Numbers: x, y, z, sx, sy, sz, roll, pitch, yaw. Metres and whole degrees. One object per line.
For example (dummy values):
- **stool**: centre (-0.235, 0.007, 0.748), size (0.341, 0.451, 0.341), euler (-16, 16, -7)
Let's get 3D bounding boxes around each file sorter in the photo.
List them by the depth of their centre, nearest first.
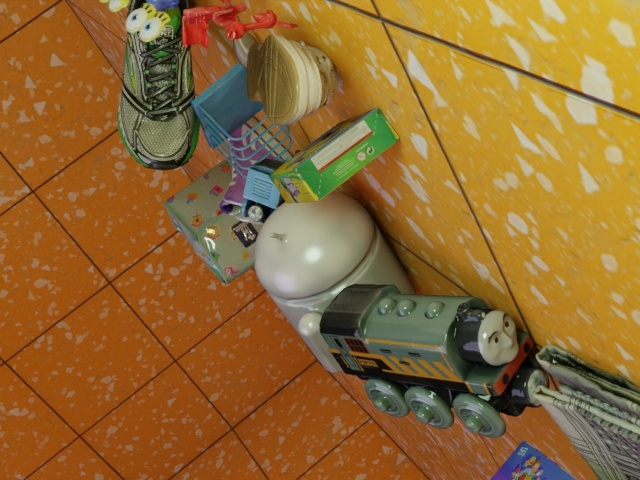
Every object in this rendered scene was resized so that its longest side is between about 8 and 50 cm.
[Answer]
- **file sorter**: centre (-0.119, -0.193, 1.530), size (0.104, 0.118, 0.170), euler (45, 170, 16)

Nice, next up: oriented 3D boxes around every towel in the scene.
- **towel**: centre (0.383, 0.276, 1.044), size (0.324, 0.056, 0.312), euler (55, 171, -16)

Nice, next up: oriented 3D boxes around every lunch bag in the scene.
- **lunch bag**: centre (-0.210, -0.042, 2.232), size (0.262, 0.223, 0.160), euler (46, 164, 31)

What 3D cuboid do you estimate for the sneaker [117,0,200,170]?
- **sneaker**: centre (-0.266, -0.278, 1.502), size (0.146, 0.134, 0.343), euler (124, 141, -75)

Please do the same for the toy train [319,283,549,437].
- **toy train**: centre (0.147, 0.153, 1.276), size (0.334, 0.142, 0.190), euler (1, 131, 51)

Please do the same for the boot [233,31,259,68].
- **boot**: centre (-0.074, -0.249, 1.337), size (0.118, 0.042, 0.087), euler (55, 164, -27)

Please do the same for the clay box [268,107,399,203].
- **clay box**: centre (0.008, -0.103, 1.196), size (0.053, 0.127, 0.222), euler (54, 170, -10)

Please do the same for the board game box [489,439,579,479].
- **board game box**: centre (0.404, 0.424, 1.210), size (0.347, 0.078, 0.233), euler (42, 176, -21)

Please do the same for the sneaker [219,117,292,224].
- **sneaker**: centre (-0.148, -0.135, 1.762), size (0.282, 0.161, 0.102), euler (46, 171, 42)

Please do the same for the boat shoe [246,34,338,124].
- **boat shoe**: centre (-0.024, -0.197, 1.124), size (0.277, 0.096, 0.098), euler (-127, 40, -69)

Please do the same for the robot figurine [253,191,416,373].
- **robot figurine**: centre (0.025, 0.062, 1.487), size (0.353, 0.200, 0.300), euler (56, -151, -37)

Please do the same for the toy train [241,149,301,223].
- **toy train**: centre (-0.066, -0.089, 1.562), size (0.080, 0.105, 0.184), euler (23, -155, 15)

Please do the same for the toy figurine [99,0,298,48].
- **toy figurine**: centre (-0.174, -0.396, 1.096), size (0.362, 0.191, 0.217), euler (48, 141, 44)
